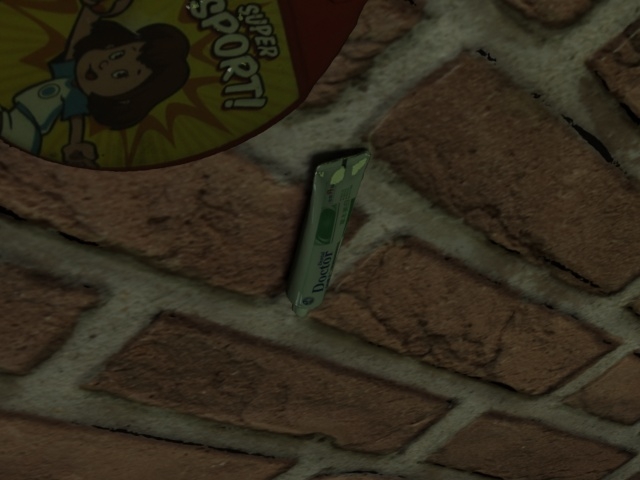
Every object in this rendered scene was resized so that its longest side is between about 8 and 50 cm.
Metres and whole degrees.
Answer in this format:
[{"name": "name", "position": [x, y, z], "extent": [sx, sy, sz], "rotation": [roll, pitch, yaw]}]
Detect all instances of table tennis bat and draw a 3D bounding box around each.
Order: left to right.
[{"name": "table tennis bat", "position": [-0.061, -0.173, 0.722], "extent": [0.414, 0.051, 0.268], "rotation": [-19, 144, -4]}]

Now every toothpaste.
[{"name": "toothpaste", "position": [0.000, 0.000, 0.985], "extent": [0.064, 0.041, 0.218], "rotation": [-17, 143, -31]}]
